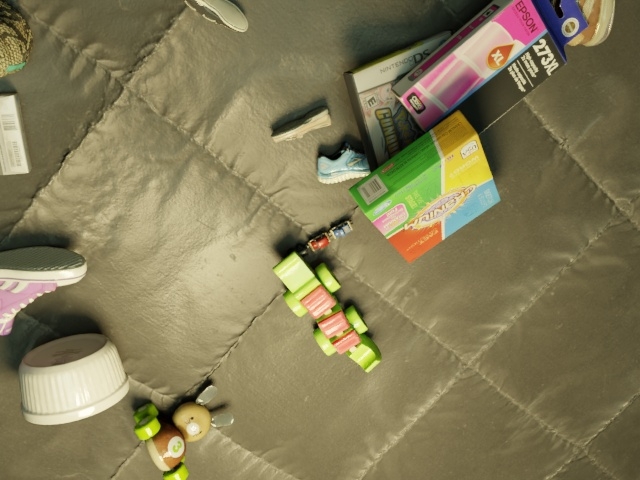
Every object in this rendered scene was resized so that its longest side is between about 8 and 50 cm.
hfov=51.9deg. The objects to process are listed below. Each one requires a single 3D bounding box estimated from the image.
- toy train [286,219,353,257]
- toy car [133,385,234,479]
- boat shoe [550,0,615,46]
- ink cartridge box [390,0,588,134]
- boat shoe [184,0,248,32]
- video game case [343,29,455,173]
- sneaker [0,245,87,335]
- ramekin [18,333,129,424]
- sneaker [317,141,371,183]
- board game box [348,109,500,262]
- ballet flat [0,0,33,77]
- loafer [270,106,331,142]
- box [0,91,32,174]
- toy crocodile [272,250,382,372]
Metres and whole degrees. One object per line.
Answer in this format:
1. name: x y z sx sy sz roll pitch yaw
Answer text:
1. toy train: 0.000 0.000 1.393 0.158 0.036 0.027 -29 114 0
2. toy car: -0.291 0.410 1.448 0.188 0.149 0.155 -29 105 -12
3. boat shoe: 0.492 -0.531 1.244 0.116 0.123 0.325 -8 111 -7
4. ink cartridge box: 0.326 -0.334 1.225 0.371 0.069 0.176 -41 122 8
5. boat shoe: -0.190 -0.414 1.187 0.125 0.038 0.046 26 62 -26
6. video game case: 0.190 -0.242 1.301 0.248 0.035 0.275 -27 115 -19
7. sneaker: -0.585 0.104 1.283 0.281 0.102 0.161 -4 116 1
8. ramekin: -0.494 0.266 1.308 0.207 0.207 0.109 -9 104 -8
9. sneaker: 0.069 -0.165 1.330 0.162 0.063 0.073 -15 109 -7
10. board game box: 0.216 -0.089 1.283 0.242 0.064 0.316 -36 152 8
11. ballet flat: -0.675 -0.423 0.999 0.482 0.182 0.164 37 106 -22
12. loafer: -0.035 -0.219 1.297 0.125 0.045 0.039 -28 121 -3
13. box: -0.632 -0.188 1.182 0.186 0.038 0.145 -6 112 -11
14. toy crocodile: 0.017 0.158 1.417 0.115 0.105 0.341 -34 119 2
